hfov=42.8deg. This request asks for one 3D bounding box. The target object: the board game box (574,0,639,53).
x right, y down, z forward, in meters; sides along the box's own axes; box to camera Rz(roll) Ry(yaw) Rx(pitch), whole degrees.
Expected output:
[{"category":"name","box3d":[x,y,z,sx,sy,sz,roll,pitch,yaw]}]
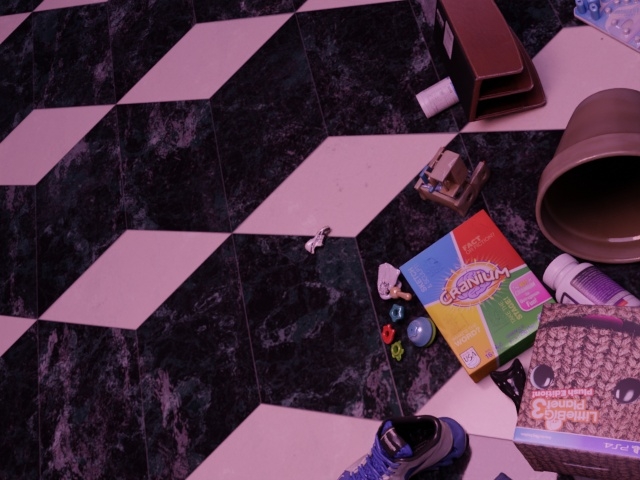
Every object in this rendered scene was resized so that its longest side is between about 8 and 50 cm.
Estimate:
[{"category":"board game box","box3d":[0.872,-0.604,1.931,0.390,0.050,0.390,-44,54,0]}]

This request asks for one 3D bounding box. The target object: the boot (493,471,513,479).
[{"category":"boot","box3d":[0.336,0.554,1.608,0.190,0.069,0.086,-47,47,-11]}]

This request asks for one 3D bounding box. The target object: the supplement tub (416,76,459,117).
[{"category":"supplement tub","box3d":[0.306,-0.368,2.087,0.107,0.071,0.071,-27,56,13]}]

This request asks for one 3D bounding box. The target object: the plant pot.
[{"category":"plant pot","box3d":[0.619,-0.157,1.705,0.323,0.323,0.280,-7,45,24]}]

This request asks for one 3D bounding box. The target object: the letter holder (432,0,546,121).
[{"category":"letter holder","box3d":[0.424,-0.466,1.993,0.214,0.152,0.302,-12,57,-5]}]

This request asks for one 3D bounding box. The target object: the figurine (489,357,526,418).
[{"category":"figurine","box3d":[0.476,0.301,1.651,0.215,0.092,0.209,-32,51,8]}]

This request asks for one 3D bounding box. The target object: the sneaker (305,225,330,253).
[{"category":"sneaker","box3d":[0.000,0.000,2.084,0.083,0.032,0.037,-47,68,4]}]

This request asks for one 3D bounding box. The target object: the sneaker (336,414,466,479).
[{"category":"sneaker","box3d":[0.138,0.447,1.686,0.315,0.182,0.127,-36,53,6]}]

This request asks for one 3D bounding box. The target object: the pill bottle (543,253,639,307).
[{"category":"pill bottle","box3d":[0.558,0.114,1.686,0.108,0.108,0.193,-45,54,0]}]

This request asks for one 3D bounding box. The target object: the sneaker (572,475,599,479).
[{"category":"sneaker","box3d":[0.594,0.395,1.544,0.262,0.099,0.121,-38,65,12]}]

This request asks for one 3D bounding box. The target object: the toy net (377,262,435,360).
[{"category":"toy net","box3d":[0.182,0.160,1.901,0.122,0.045,0.232,-48,45,33]}]

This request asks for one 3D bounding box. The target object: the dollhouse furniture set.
[{"category":"dollhouse furniture set","box3d":[0.295,-0.169,1.919,0.129,0.184,0.129,27,79,35]}]

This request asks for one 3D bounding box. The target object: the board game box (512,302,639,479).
[{"category":"board game box","box3d":[0.508,0.276,1.493,0.232,0.141,0.291,-1,54,34]}]

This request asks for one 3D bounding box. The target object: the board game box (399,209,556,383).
[{"category":"board game box","box3d":[0.354,0.119,1.815,0.242,0.064,0.316,-36,55,6]}]
